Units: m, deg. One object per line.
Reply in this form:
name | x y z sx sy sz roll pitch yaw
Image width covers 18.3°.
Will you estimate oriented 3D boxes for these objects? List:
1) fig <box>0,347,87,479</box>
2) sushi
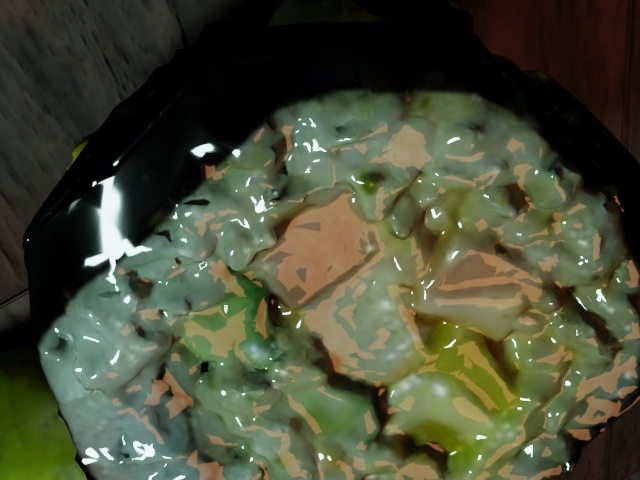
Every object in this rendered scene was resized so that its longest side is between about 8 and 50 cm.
fig | -0.190 0.156 1.334 0.233 0.233 0.314 -39 -159 18
sushi | 0.000 0.000 1.114 0.328 0.285 0.328 36 110 -26
